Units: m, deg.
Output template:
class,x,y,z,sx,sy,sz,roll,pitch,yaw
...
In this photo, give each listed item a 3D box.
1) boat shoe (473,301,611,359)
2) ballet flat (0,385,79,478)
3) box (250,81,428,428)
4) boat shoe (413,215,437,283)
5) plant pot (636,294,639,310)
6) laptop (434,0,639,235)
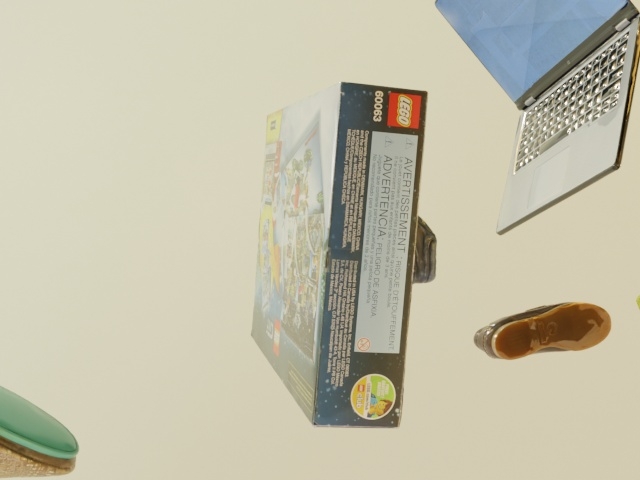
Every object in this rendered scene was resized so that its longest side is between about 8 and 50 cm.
class,x,y,z,sx,sy,sz,roll,pitch,yaw
boat shoe,0.324,0.130,1.302,0.207,0.073,0.073,-5,-90,-20
ballet flat,-0.232,0.092,0.489,0.067,0.206,0.073,-51,-153,-2
box,0.000,0.000,0.518,0.044,0.233,0.159,3,-86,-12
boat shoe,0.085,-0.032,1.061,0.083,0.065,0.183,-5,-97,-25
plant pot,0.531,0.113,1.062,0.227,0.207,0.228,-27,-92,-2
laptop,0.319,-0.273,1.458,0.236,0.382,0.408,19,-108,-9
